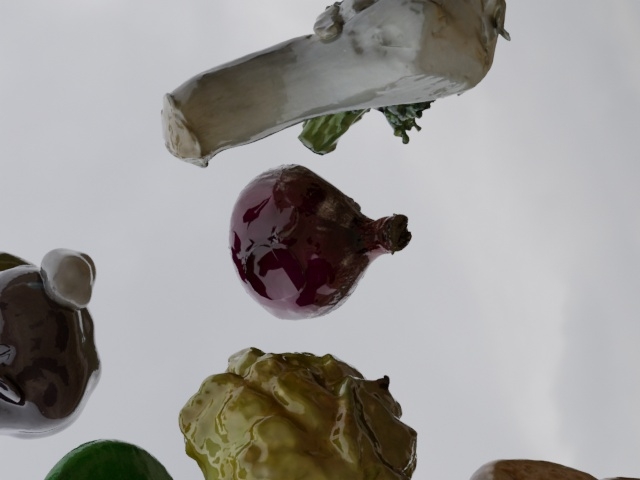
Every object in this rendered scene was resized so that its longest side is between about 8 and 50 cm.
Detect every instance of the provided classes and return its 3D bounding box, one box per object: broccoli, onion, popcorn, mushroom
[{"bbox_3d":[0.040,-0.145,1.140,0.167,0.160,0.154,39,-179,26],"label":"broccoli"},{"bbox_3d":[-0.008,0.006,1.299,0.135,0.198,0.173,-41,-60,-52],"label":"onion"},{"bbox_3d":[0.000,0.201,1.121,0.266,0.192,0.233,39,-173,15],"label":"popcorn"},{"bbox_3d":[0.008,-0.125,0.925,0.096,0.278,0.099,-89,-22,-53],"label":"mushroom"}]

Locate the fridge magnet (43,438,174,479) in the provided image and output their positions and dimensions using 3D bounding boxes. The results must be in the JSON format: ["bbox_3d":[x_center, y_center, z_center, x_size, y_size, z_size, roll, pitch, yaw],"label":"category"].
[{"bbox_3d":[-0.199,0.289,1.145,0.208,0.088,0.208,23,-118,-52],"label":"fridge magnet"}]

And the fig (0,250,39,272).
[{"bbox_3d":[-0.437,0.112,1.678,0.142,0.148,0.186,108,175,-71],"label":"fig"}]

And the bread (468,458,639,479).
[{"bbox_3d":[0.277,0.343,1.110,0.337,0.328,0.148,-99,22,-70],"label":"bread"}]

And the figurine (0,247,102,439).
[{"bbox_3d":[-0.436,0.140,1.435,0.218,0.365,0.206,115,147,-71],"label":"figurine"}]
